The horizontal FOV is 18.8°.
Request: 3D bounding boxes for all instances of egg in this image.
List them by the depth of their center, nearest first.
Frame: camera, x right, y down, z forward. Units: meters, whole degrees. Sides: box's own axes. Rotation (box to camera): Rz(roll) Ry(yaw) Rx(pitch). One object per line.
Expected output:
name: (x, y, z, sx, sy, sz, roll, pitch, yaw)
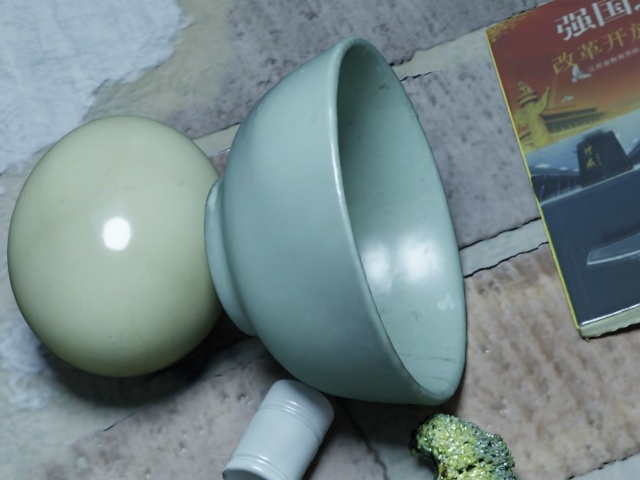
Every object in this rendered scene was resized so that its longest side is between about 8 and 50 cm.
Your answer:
egg: (-0.158, 0.001, 1.556, 0.186, 0.186, 0.241, -7, 39, 3)

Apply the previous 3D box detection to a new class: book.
book: (0.300, -0.103, 1.640, 0.262, 0.028, 0.374, -22, 47, 11)

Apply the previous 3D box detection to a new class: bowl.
bowl: (0.000, 0.000, 1.491, 0.146, 0.289, 0.289, -14, 45, 19)

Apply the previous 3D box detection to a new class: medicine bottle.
medicine bottle: (-0.032, 0.157, 1.480, 0.057, 0.057, 0.089, 15, 53, 21)

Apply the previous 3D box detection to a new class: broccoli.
broccoli: (0.101, 0.177, 1.431, 0.092, 0.095, 0.097, -39, 88, 1)
